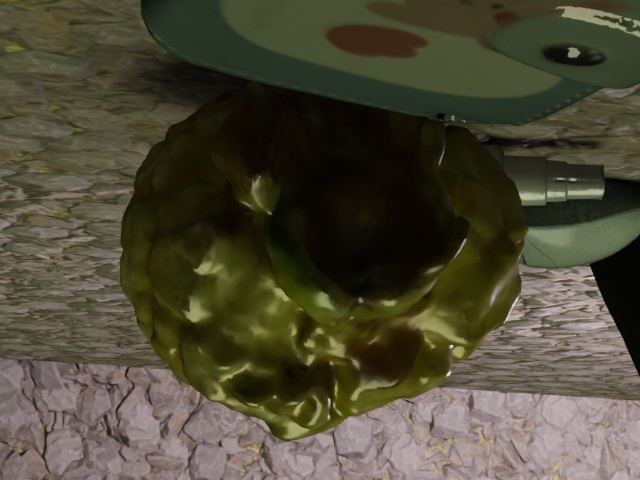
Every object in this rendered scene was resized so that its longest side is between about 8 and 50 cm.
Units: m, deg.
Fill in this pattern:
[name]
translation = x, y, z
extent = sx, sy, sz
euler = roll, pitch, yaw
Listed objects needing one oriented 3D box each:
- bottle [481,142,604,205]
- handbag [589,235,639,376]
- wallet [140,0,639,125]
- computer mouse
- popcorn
[bottle]
translation = 0.105, -0.047, 1.360
extent = 0.217, 0.060, 0.060
euler = 0, 169, 7
[handbag]
translation = 0.400, 0.098, 1.711
extent = 0.178, 0.275, 0.302
euler = -28, 154, 14
[wallet]
translation = 0.083, -0.134, 0.844
extent = 0.252, 0.083, 0.360
euler = 12, 167, -21
[computer mouse]
translation = 0.165, -0.012, 1.501
extent = 0.229, 0.068, 0.113
euler = 1, 168, 6
[popcorn]
translation = 0.000, 0.000, 1.205
extent = 0.258, 0.224, 0.270
euler = -32, 136, 26
